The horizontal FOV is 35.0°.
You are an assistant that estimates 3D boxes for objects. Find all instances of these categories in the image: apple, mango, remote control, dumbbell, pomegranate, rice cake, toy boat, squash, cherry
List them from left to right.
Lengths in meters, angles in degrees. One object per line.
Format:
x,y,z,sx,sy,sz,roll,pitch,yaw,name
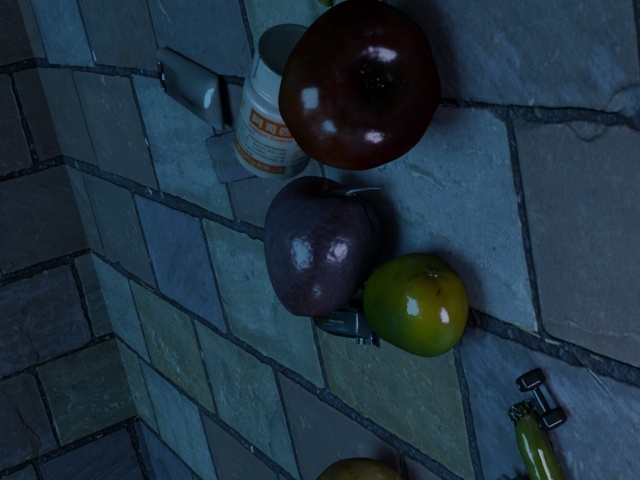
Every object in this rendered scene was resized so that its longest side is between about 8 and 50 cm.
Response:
-0.283,-0.320,2.142,0.313,0.055,0.109,36,139,51,remote control
-0.151,-0.171,1.989,0.298,0.050,0.106,-3,106,64,rice cake
0.000,0.000,1.638,0.266,0.184,0.213,-67,26,16,cherry
0.048,0.123,1.755,0.246,0.093,0.103,179,92,-65,toy boat
0.048,-0.200,1.362,0.234,0.234,0.234,45,146,43,apple
0.072,0.502,1.868,0.207,0.207,0.207,45,146,43,pomegranate
0.139,0.096,1.532,0.156,0.114,0.251,64,165,-5,mango
0.299,0.216,1.374,0.036,0.040,0.083,-36,73,33,dumbbell
0.309,0.311,1.413,0.052,0.052,0.183,-19,88,66,squash

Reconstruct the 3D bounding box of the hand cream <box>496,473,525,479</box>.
0.337,0.423,1.461,0.224,0.048,0.083,47,148,29,hand cream

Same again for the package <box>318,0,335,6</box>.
0.024,-0.418,1.390,0.226,0.090,0.168,-1,105,67,package

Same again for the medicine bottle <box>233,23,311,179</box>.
-0.061,-0.224,1.656,0.144,0.144,0.252,57,151,26,medicine bottle
